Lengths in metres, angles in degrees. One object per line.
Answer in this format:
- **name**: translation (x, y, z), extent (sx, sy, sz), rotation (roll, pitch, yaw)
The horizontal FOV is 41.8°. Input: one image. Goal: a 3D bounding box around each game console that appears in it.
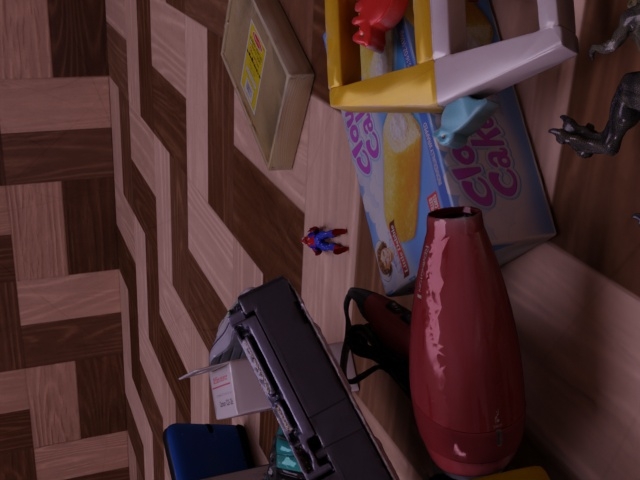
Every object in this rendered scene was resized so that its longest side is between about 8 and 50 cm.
- **game console**: translation (-0.183, 0.494, 1.490), extent (0.173, 0.250, 0.293), rotation (-44, 51, 31)

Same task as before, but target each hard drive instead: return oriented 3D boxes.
- **hard drive**: translation (0.011, 0.178, 0.749), extent (0.236, 0.064, 0.339), rotation (61, 175, 16)

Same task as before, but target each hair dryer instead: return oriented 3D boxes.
- **hair dryer**: translation (0.068, 0.086, 0.642), extent (0.223, 0.080, 0.293), rotation (57, 149, 29)

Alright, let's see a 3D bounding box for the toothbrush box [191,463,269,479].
- **toothbrush box**: translation (-0.097, 0.487, 1.193), extent (0.126, 0.217, 0.295), rotation (-165, 69, -68)

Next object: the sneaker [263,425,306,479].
- **sneaker**: translation (-0.056, 0.322, 1.041), extent (0.124, 0.296, 0.178), rotation (41, -140, -53)

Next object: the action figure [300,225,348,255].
- **action figure**: translation (0.000, 0.000, 1.061), extent (0.115, 0.030, 0.038), rotation (-179, 78, -70)

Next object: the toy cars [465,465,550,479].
- **toy cars**: translation (0.193, 0.230, 0.397), extent (0.394, 0.176, 0.087), rotation (10, 121, 45)

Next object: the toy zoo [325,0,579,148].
- **toy zoo**: translation (0.084, -0.212, 0.613), extent (0.192, 0.030, 0.293), rotation (-7, 82, 39)

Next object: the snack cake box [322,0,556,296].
- **snack cake box**: translation (0.091, -0.099, 0.716), extent (0.152, 0.089, 0.264), rotation (137, 124, -63)

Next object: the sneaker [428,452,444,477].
- **sneaker**: translation (0.139, 0.204, 0.746), extent (0.071, 0.068, 0.169), rotation (21, 117, 37)

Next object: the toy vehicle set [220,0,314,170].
- **toy vehicle set**: translation (-0.081, -0.249, 1.179), extent (0.166, 0.035, 0.266), rotation (108, 148, -46)

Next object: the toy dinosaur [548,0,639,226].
- **toy dinosaur**: translation (0.206, -0.067, 0.479), extent (0.118, 0.064, 0.268), rotation (-57, 47, 49)

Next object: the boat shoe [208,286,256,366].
- **boat shoe**: translation (-0.126, 0.153, 1.380), extent (0.226, 0.083, 0.075), rotation (127, 152, -53)

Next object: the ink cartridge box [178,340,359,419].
- **ink cartridge box**: translation (-0.067, 0.179, 1.047), extent (0.115, 0.198, 0.067), rotation (141, 120, -66)
